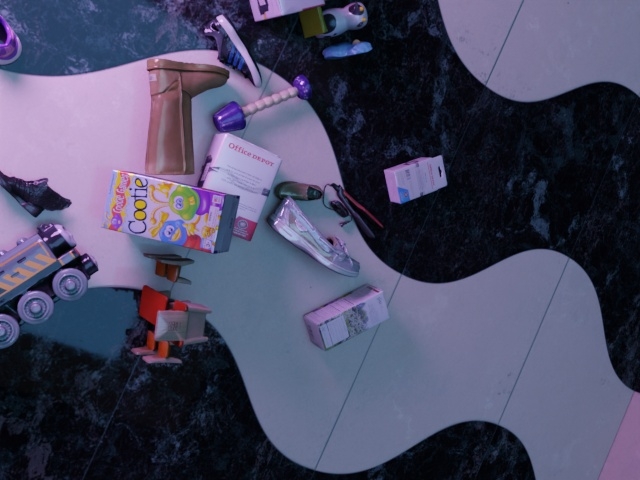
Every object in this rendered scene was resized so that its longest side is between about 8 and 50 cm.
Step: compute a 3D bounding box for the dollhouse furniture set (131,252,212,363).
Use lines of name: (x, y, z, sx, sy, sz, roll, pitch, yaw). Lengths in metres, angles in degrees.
dollhouse furniture set: (-0.385, 0.173, 1.563, 0.135, 0.259, 0.262, 5, 95, -38)

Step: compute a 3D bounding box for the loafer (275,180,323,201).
loafer: (-0.055, -0.137, 1.799, 0.148, 0.050, 0.056, -4, 101, -27)

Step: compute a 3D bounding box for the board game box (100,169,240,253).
board game box: (-0.352, -0.069, 1.529, 0.275, 0.142, 0.144, 12, 93, 7)

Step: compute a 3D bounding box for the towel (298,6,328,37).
towel: (-0.041, -0.660, 1.688, 0.021, 0.102, 0.237, -24, 110, -27)

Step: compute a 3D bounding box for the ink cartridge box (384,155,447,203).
ink cartridge box: (0.292, -0.190, 1.966, 0.180, 0.060, 0.104, -21, 107, -23)

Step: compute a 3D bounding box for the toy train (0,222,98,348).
toy train: (-0.686, 0.105, 1.469, 0.334, 0.142, 0.190, -37, 104, -18)

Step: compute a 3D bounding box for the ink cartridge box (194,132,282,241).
ink cartridge box: (-0.229, -0.140, 1.679, 0.172, 0.100, 0.237, 21, 89, -29)

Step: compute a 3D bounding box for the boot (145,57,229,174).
boot: (-0.329, -0.297, 1.585, 0.236, 0.089, 0.270, -6, 99, -40)

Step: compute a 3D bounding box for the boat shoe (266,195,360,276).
boat shoe: (-0.002, -0.001, 1.811, 0.320, 0.118, 0.103, 35, 93, -21)

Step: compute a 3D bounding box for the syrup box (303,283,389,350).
syrup box: (0.080, 0.225, 1.906, 0.236, 0.096, 0.093, -25, 111, -22)

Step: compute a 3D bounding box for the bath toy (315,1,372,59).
bath toy: (0.039, -0.666, 1.714, 0.151, 0.129, 0.348, -26, 109, -21)

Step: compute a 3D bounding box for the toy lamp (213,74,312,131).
toy lamp: (-0.153, -0.357, 1.695, 0.274, 0.080, 0.080, -28, 110, -20)

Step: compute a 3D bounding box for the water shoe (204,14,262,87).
water shoe: (-0.224, -0.476, 1.655, 0.080, 0.073, 0.203, -28, 113, 8)

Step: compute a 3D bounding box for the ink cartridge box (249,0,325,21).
ink cartridge box: (-0.087, -0.611, 1.631, 0.127, 0.175, 0.072, -22, 111, -22)

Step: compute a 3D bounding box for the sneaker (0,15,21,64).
sneaker: (-0.732, -0.484, 1.356, 0.095, 0.104, 0.236, -45, 115, -12)

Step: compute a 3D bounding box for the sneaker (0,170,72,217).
sneaker: (-0.667, -0.121, 1.485, 0.089, 0.051, 0.170, -45, 120, -14)

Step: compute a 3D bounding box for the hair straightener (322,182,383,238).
hair straightener: (0.085, -0.080, 1.884, 0.230, 0.047, 0.089, 44, 78, -26)
